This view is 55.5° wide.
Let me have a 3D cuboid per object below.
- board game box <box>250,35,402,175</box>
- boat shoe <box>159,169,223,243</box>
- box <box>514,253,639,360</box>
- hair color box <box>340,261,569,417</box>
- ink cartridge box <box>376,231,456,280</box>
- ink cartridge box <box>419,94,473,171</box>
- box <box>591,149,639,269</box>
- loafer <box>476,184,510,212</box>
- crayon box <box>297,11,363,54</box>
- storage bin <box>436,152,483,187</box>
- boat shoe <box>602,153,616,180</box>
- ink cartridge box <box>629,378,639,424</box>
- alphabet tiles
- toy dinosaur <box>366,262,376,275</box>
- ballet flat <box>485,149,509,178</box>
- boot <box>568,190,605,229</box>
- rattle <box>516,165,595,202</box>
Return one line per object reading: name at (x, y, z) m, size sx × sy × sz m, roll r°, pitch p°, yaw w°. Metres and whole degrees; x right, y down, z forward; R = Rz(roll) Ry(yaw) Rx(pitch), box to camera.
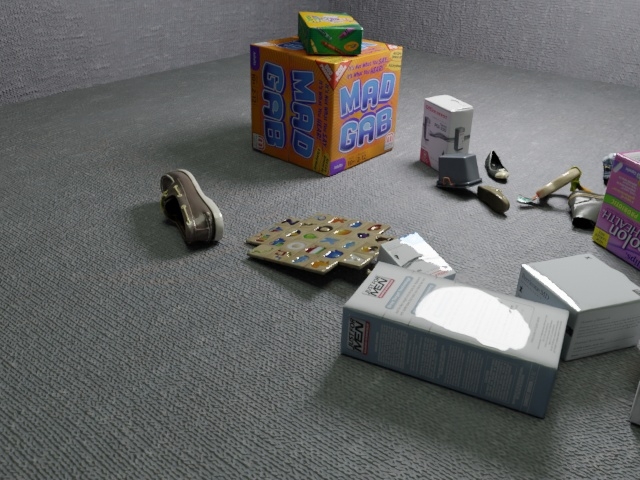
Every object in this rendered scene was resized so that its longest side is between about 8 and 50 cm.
board game box at (0.014, -0.472, 2.034) m, size 0.356 × 0.356 × 0.356 m, roll 25°, pitch 36°, yaw 34°
boat shoe at (-0.358, -0.093, 1.575) m, size 0.097 × 0.116 × 0.324 m, roll -13°, pitch 37°, yaw -30°
box at (0.516, 0.127, 1.212) m, size 0.182 × 0.119 × 0.181 m, roll -7°, pitch 29°, yaw -17°
hair color box at (0.244, 0.170, 1.125) m, size 0.375 × 0.113 × 0.185 m, roll 15°, pitch 31°, yaw 21°
ink cartridge box at (0.216, 0.070, 1.312) m, size 0.104 × 0.060 × 0.180 m, roll -19°, pitch 49°, yaw -26°
ink cartridge box at (0.404, -0.342, 1.962) m, size 0.092 × 0.217 × 0.158 m, roll -11°, pitch 31°, yaw -22°
box at (0.796, -0.067, 1.454) m, size 0.117 × 0.242 × 0.213 m, roll -9°, pitch 31°, yaw -18°
loafer at (0.502, -0.126, 1.740) m, size 0.050 × 0.056 × 0.148 m, roll -12°, pitch 31°, yaw -12°
crayon box at (0.024, -0.654, 1.911) m, size 0.166 × 0.081 × 0.278 m, roll -2°, pitch 30°, yaw -9°
storage bin at (0.407, -0.211, 1.821) m, size 0.098 × 0.091 × 0.135 m, roll -19°, pitch 17°, yaw -32°
boat shoe at (0.932, -0.225, 1.949) m, size 0.065 × 0.083 × 0.183 m, roll 15°, pitch 4°, yaw 22°
ink cartridge box at (0.675, 0.253, 0.993) m, size 0.273 × 0.114 × 0.198 m, roll 19°, pitch 33°, yaw 28°
alphabet tiles at (0.000, 0.000, 1.479) m, size 0.343 × 0.011 × 0.285 m, roll 12°, pitch 29°, yaw 35°
toy dinosaur at (0.185, 0.066, 1.396) m, size 0.183 × 0.053 × 0.092 m, roll -5°, pitch 43°, yaw -13°
ballet flat at (0.567, -0.241, 1.963) m, size 0.058 × 0.049 × 0.173 m, roll 0°, pitch 29°, yaw -2°
boot at (0.779, -0.068, 1.652) m, size 0.198 × 0.076 × 0.137 m, roll 4°, pitch 36°, yaw 20°
rattle at (0.687, -0.116, 1.763) m, size 0.200 × 0.142 × 0.130 m, roll -30°, pitch 6°, yaw -21°
